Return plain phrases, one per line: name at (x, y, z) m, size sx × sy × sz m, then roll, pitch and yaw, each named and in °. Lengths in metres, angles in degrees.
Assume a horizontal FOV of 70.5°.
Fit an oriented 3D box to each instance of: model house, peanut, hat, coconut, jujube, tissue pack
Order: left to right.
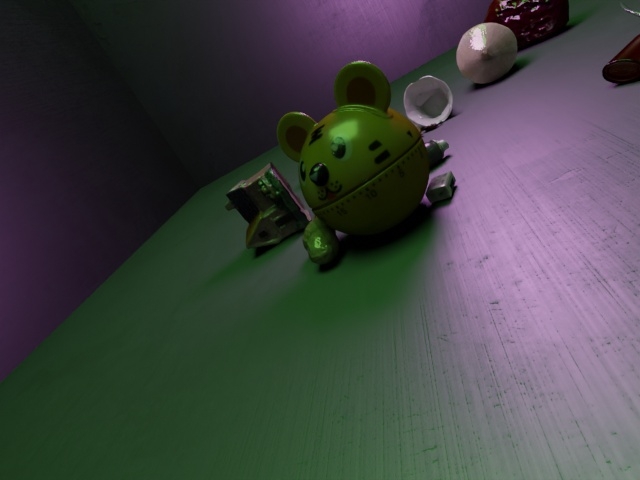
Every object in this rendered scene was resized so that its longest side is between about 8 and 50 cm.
model house at (-0.194, -0.104, 1.569) m, size 0.237 × 0.237 × 0.202 m, roll -34°, pitch 26°, yaw 7°
peanut at (0.000, 0.000, 1.229) m, size 0.099 × 0.090 × 0.214 m, roll -19°, pitch 19°, yaw 1°
hat at (0.446, -0.554, 1.823) m, size 0.203 × 0.203 × 0.126 m, roll -19°, pitch 1°, yaw 31°
tissue pack at (0.311, -0.137, 1.171) m, size 0.062 × 0.042 × 0.083 m, roll -17°, pitch 25°, yaw 36°
coconut at (0.687, -0.782, 1.885) m, size 0.237 × 0.237 × 0.266 m, roll -22°, pitch 23°, yaw 25°
jujube at (0.929, -1.021, 2.077) m, size 0.377 × 0.258 × 0.258 m, roll -5°, pitch 32°, yaw 40°

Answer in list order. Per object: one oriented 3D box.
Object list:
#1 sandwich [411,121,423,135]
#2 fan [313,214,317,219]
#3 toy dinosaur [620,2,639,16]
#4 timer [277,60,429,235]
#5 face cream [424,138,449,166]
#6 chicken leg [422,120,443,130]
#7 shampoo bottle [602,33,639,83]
sandwich at (0.323, -0.420, 1.817) m, size 0.162 × 0.058 × 0.193 m, roll -31°, pitch 18°, yaw -4°
fan at (0.059, -0.137, 1.587) m, size 0.230 × 0.011 × 0.335 m, roll -37°, pitch 20°, yaw -15°
toy dinosaur at (0.916, -0.557, 1.140) m, size 0.206 × 0.092 × 0.393 m, roll -16°, pitch 28°, yaw -8°
timer at (0.082, -0.211, 1.162) m, size 0.376 × 0.387 × 0.376 m, roll -33°, pitch 14°, yaw 9°
face cream at (0.270, -0.225, 1.395) m, size 0.284 × 0.073 × 0.073 m, roll -33°, pitch 20°, yaw -6°
chicken leg at (0.432, -0.442, 1.756) m, size 0.083 × 0.021 × 0.036 m, roll -17°, pitch 9°, yaw 35°
shampoo bottle at (0.864, -0.507, 1.209) m, size 0.260 × 0.064 × 0.102 m, roll -40°, pitch 31°, yaw -23°
